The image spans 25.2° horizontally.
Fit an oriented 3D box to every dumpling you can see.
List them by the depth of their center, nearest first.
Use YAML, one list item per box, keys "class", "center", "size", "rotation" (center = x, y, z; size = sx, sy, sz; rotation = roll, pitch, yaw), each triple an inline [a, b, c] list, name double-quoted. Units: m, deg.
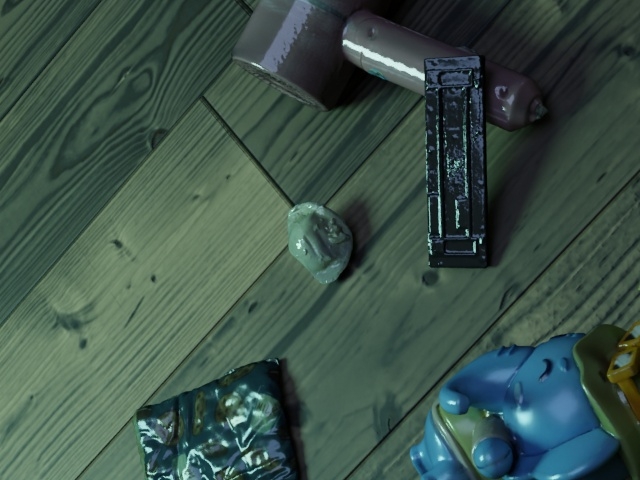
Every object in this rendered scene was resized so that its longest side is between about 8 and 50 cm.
- class: "dumpling"
  center: [-0.001, 0.000, 1.475]
  size: [0.057, 0.052, 0.076]
  rotation: [-40, 43, 29]

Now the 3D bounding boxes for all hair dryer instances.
- class: "hair dryer"
  center: [0.094, -0.209, 1.470]
  size: [0.352, 0.125, 0.210]
  rotation: [28, 87, 29]

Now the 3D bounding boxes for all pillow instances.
- class: "pillow"
  center: [-0.104, 0.260, 1.460]
  size: [0.189, 0.034, 0.255]
  rotation: [-23, 58, 24]

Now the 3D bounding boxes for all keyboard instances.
- class: "keyboard"
  center: [0.131, -0.075, 1.385]
  size: [0.061, 0.013, 0.204]
  rotation: [0, 94, 23]

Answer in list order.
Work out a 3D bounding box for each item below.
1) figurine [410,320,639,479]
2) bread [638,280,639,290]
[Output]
- class: "figurine"
  center: [0.186, 0.160, 1.205]
  size: [0.262, 0.180, 0.153]
  rotation: [-26, 73, 18]
- class: "bread"
  center: [0.457, -0.003, 1.086]
  size: [0.333, 0.143, 0.323]
  rotation: [-50, 53, 2]
